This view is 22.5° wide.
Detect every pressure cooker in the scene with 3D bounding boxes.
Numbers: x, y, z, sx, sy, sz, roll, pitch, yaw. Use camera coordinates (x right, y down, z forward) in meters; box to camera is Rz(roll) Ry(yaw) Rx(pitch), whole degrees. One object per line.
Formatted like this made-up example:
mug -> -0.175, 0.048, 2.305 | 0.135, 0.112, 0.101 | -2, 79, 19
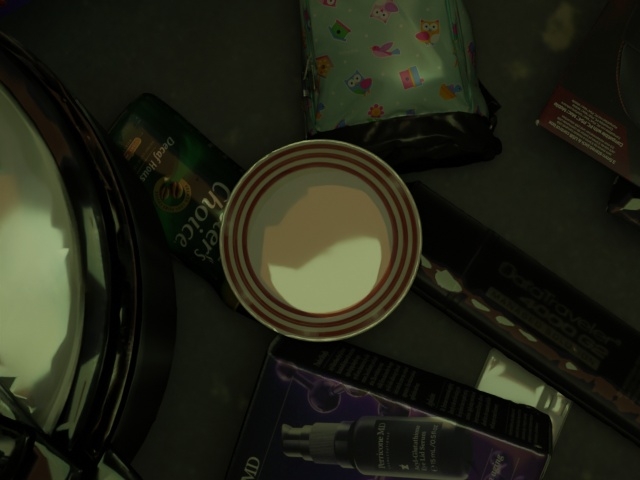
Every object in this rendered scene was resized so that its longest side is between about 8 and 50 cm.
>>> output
pressure cooker -> -0.277, 0.033, 0.919 | 0.370, 0.420, 0.375 | -2, 86, -2

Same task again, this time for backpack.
backpack -> 0.051, -0.141, 1.158 | 0.152, 0.115, 0.182 | -7, 85, 2

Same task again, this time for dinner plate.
dinner plate -> 0.000, 0.000, 1.119 | 0.141, 0.017, 0.141 | 0, 94, -5

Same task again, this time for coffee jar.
coffee jar -> -0.080, -0.019, 1.168 | 0.184, 0.079, 0.096 | 35, 88, 1

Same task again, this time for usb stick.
usb stick -> 0.156, 0.056, 1.180 | 0.278, 0.045, 0.077 | 34, 66, 2

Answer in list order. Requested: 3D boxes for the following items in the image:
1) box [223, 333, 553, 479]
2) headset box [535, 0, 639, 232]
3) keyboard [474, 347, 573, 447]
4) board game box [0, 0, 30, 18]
box -> 0.042, 0.169, 1.125 | 0.207, 0.108, 0.153 | 18, 100, 5
headset box -> 0.306, -0.124, 1.108 | 0.218, 0.110, 0.293 | 35, 106, 14
keyboard -> 0.111, 0.210, 1.193 | 0.072, 0.014, 0.256 | 23, 87, 6
board game box -> -0.132, -0.304, 1.058 | 0.347, 0.078, 0.233 | -26, 46, 22
